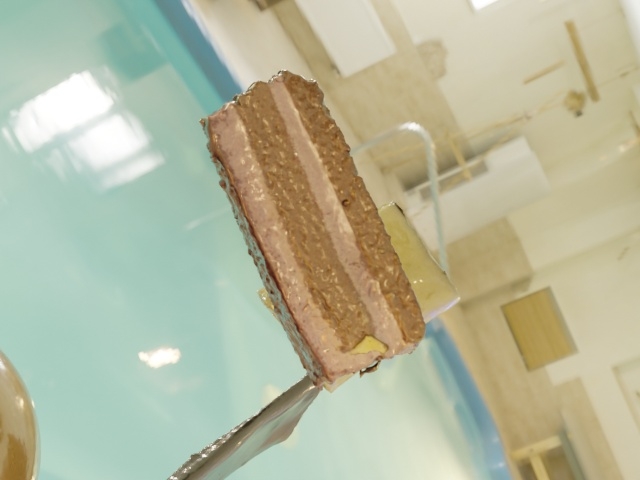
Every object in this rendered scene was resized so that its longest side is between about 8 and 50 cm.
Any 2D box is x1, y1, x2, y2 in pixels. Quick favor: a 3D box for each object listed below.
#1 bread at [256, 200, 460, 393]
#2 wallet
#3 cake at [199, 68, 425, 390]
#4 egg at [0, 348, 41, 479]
[{"bbox_3d":[0.041,0.057,1.016,0.139,0.178,0.060,53,-5,11],"label":"bread"},{"bbox_3d":[-0.098,0.236,1.042,0.030,0.146,0.285,41,38,15],"label":"wallet"},{"bbox_3d":[0.000,0.000,0.836,0.295,0.116,0.113,67,-15,-12],"label":"cake"},{"bbox_3d":[-0.418,0.202,0.892,0.301,0.374,0.301,12,67,-29],"label":"egg"}]
